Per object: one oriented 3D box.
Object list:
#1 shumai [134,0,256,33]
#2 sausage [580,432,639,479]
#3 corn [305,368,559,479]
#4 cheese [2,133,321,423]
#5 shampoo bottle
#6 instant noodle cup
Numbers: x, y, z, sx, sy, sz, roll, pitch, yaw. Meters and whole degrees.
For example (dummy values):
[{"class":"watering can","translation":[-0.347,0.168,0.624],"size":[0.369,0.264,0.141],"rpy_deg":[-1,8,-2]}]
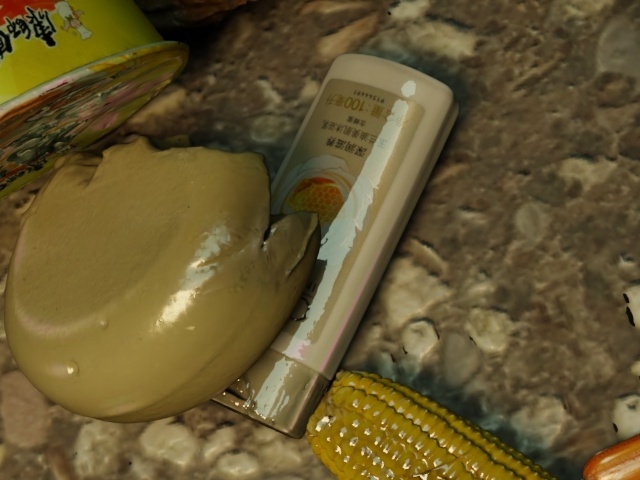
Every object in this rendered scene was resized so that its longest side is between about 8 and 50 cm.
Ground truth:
[{"class":"shumai","translation":[-0.093,-0.313,0.759],"size":[0.217,0.283,0.346],"rpy_deg":[6,78,10]},{"class":"sausage","translation":[0.190,0.118,0.711],"size":[0.107,0.031,0.031],"rpy_deg":[-25,71,2]},{"class":"corn","translation":[0.091,0.150,0.696],"size":[0.231,0.080,0.080],"rpy_deg":[32,82,17]},{"class":"cheese","translation":[-0.089,0.017,0.725],"size":[0.202,0.091,0.175],"rpy_deg":[-9,60,41]},{"class":"shampoo bottle","translation":[0.000,0.000,0.767],"size":[0.086,0.056,0.227],"rpy_deg":[22,79,27]},{"class":"instant noodle cup","translation":[-0.232,-0.122,0.716],"size":[0.264,0.264,0.200],"rpy_deg":[-31,90,1]}]
